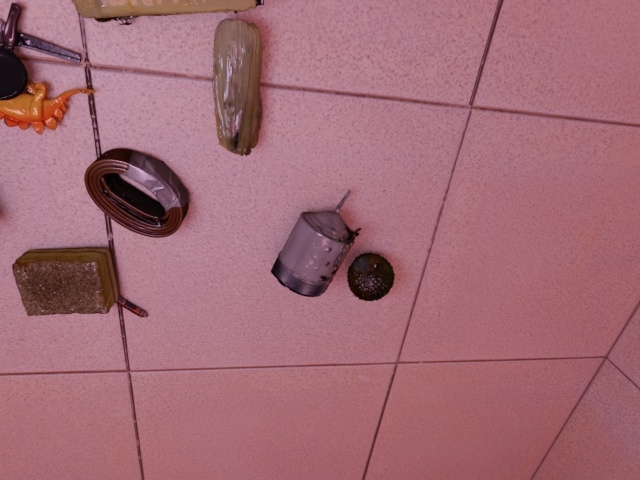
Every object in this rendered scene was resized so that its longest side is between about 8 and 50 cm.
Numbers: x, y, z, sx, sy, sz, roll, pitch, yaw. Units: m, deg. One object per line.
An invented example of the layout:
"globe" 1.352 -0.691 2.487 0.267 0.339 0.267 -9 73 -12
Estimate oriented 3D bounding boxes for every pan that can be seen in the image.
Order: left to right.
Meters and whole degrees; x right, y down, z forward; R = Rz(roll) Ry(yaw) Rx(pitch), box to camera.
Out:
"pan" -0.687 -0.408 0.871 0.115 0.040 0.211 19 92 -15

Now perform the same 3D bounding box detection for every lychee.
"lychee" 0.163 0.124 1.297 0.172 0.171 0.171 -4 119 -8

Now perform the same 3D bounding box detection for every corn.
"corn" -0.198 -0.364 0.970 0.123 0.123 0.304 -1 120 -12

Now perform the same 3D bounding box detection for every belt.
"belt" -0.477 -0.127 1.064 0.262 0.105 0.184 36 109 -22

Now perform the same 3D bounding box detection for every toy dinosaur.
"toy dinosaur" -0.679 -0.311 0.942 0.289 0.070 0.117 -3 113 -14

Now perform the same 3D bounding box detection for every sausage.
"sausage" -0.625 0.188 1.254 0.198 0.025 0.028 43 68 -28

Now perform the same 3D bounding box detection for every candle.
"candle" 0.000 0.000 1.179 0.188 0.187 0.329 22 110 -21

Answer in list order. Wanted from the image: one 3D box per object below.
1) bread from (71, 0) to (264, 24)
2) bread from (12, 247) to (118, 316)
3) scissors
"bread" -0.369 -0.621 0.794 0.406 0.242 0.345 -19 120 -20
"bread" -0.718 0.114 1.143 0.235 0.110 0.184 -1 114 -4
"scissors" -0.703 -0.457 0.883 0.318 0.024 0.160 15 113 -18
